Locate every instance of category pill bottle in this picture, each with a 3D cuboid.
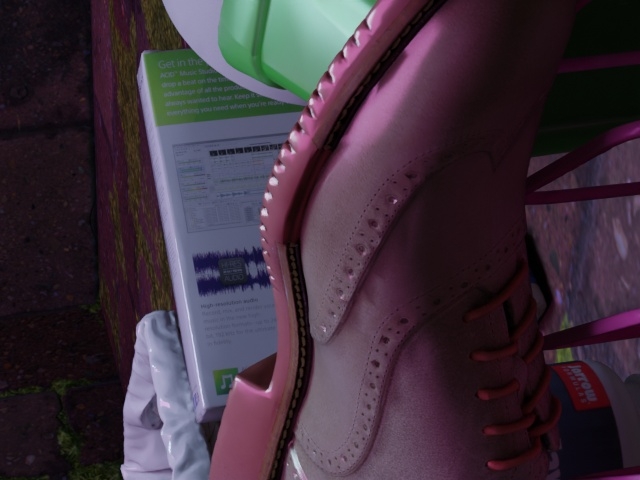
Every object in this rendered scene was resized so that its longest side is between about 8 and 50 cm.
[{"bbox_3d":[0.138,0.128,1.152,0.108,0.180,0.108,173,90,-77],"label":"pill bottle"}]

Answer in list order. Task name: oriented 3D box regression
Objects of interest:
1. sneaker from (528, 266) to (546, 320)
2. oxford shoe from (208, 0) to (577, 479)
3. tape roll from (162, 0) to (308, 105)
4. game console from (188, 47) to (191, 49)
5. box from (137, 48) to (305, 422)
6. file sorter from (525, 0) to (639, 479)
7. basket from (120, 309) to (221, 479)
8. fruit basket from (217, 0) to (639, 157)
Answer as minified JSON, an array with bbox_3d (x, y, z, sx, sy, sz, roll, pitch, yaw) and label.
[{"bbox_3d":[0.119,0.046,1.447,0.152,0.058,0.084,114,141,-58],"label":"sneaker"},{"bbox_3d":[0.060,0.030,0.833,0.146,0.140,0.397,40,143,24],"label":"oxford shoe"},{"bbox_3d":[0.007,-0.239,1.369,0.169,0.246,0.246,112,148,-64],"label":"tape roll"},{"bbox_3d":[-0.069,-0.265,1.850,0.213,0.044,0.361,-32,59,32],"label":"game console"},{"bbox_3d":[-0.018,-0.018,1.626,0.058,0.232,0.322,125,137,-69],"label":"box"},{"bbox_3d":[0.199,0.026,0.834,0.202,0.182,0.290,143,119,-75],"label":"file sorter"},{"bbox_3d":[-0.021,0.262,1.717,0.328,0.266,0.331,104,156,-57],"label":"basket"},{"bbox_3d":[0.085,-0.264,1.022,0.392,0.283,0.392,32,126,58],"label":"fruit basket"}]
